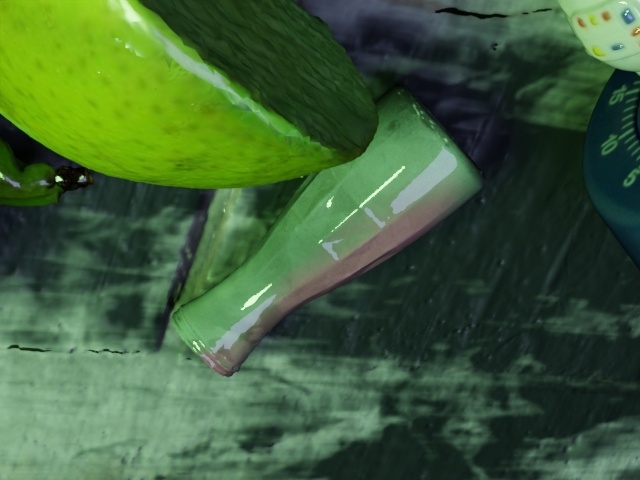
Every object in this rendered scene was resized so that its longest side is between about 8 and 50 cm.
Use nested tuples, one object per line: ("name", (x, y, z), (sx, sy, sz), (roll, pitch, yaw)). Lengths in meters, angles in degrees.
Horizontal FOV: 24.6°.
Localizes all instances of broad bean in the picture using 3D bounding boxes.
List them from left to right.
("broad bean", (-0.207, -0.076, 0.795), (0.061, 0.046, 0.195), (-34, 128, 13))

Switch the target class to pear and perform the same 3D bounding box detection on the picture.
("pear", (-0.088, -0.088, 0.727), (0.288, 0.239, 0.139), (34, 101, -39))

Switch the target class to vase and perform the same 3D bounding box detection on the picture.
("vase", (0.000, 0.000, 0.944), (0.214, 0.086, 0.086), (-41, 131, 7))

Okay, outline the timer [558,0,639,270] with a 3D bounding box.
("timer", (0.213, -0.138, 0.887), (0.383, 0.270, 0.270), (39, 98, -25))
